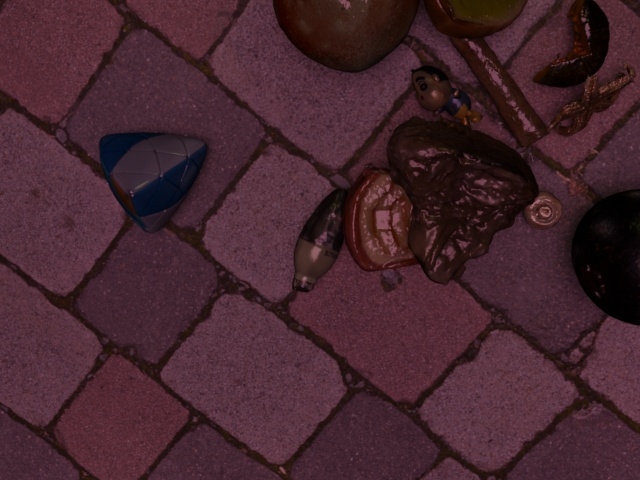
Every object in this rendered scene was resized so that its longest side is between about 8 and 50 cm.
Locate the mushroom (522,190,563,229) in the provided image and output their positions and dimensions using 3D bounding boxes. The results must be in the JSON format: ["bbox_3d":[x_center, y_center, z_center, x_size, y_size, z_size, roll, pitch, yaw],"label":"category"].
[{"bbox_3d":[0.476,-0.064,1.455,0.083,0.067,0.084,3,102,13],"label":"mushroom"}]

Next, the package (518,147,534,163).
[{"bbox_3d":[0.403,-0.172,1.467,0.110,0.015,0.037,-13,105,11],"label":"package"}]

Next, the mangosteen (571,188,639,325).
[{"bbox_3d":[0.654,0.030,1.357,0.287,0.288,0.288,1,102,6],"label":"mangosteen"}]

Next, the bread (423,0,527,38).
[{"bbox_3d":[0.306,-0.511,1.331,0.236,0.070,0.236,-2,95,-21],"label":"bread"}]

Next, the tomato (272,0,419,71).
[{"bbox_3d":[0.045,-0.487,1.327,0.303,0.239,0.304,2,105,7],"label":"tomato"}]

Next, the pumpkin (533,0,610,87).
[{"bbox_3d":[0.519,-0.383,1.357,0.107,0.119,0.184,24,109,3],"label":"pumpkin"}]

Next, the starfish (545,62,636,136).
[{"bbox_3d":[0.547,-0.274,1.378,0.209,0.053,0.150,-28,141,-8],"label":"starfish"}]

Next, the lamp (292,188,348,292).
[{"bbox_3d":[0.000,0.000,1.512,0.101,0.101,0.250,21,92,2],"label":"lamp"}]

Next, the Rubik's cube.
[{"bbox_3d":[-0.386,-0.099,1.474,0.254,0.254,0.255,1,102,6],"label":"Rubik's cube"}]

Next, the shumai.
[{"bbox_3d":[0.266,-0.081,1.394,0.345,0.217,0.283,8,120,-24],"label":"shumai"}]

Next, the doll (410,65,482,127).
[{"bbox_3d":[0.256,-0.298,1.426,0.179,0.102,0.089,43,60,0],"label":"doll"}]

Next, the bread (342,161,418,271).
[{"bbox_3d":[0.137,-0.046,1.459,0.190,0.123,0.244,-14,99,-7],"label":"bread"}]

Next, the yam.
[{"bbox_3d":[0.369,-0.328,1.413,0.066,0.066,0.300,-34,96,12],"label":"yam"}]
